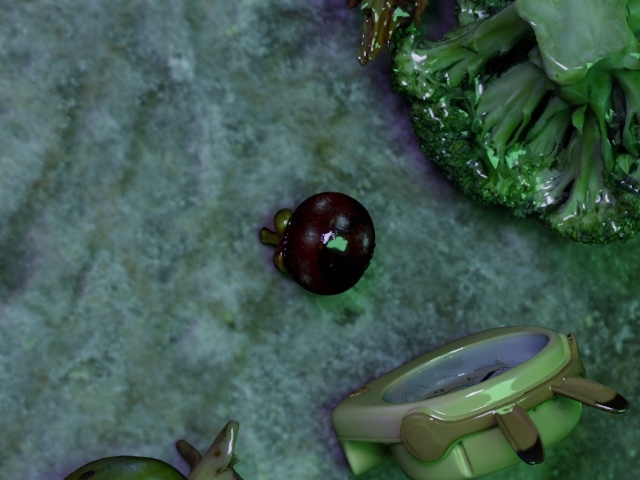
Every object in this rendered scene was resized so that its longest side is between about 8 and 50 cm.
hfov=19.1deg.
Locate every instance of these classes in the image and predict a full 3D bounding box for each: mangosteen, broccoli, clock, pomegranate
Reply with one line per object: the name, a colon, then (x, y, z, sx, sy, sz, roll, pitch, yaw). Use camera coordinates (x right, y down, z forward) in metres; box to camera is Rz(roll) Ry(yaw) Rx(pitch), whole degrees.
mangosteen: (0.003, 0.001, 1.448, 0.081, 0.081, 0.081, 1, 88, -27)
broccoli: (0.199, -0.129, 1.480, 0.261, 0.241, 0.269, -30, 73, -6)
clock: (0.123, 0.125, 1.420, 0.170, 0.232, 0.069, -24, 99, -25)
pomegranate: (-0.123, 0.215, 1.356, 0.169, 0.148, 0.148, -17, 97, -52)

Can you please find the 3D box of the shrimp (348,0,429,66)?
shrimp: (0.042, -0.255, 1.460, 0.145, 0.061, 0.267, 10, 71, -16)
